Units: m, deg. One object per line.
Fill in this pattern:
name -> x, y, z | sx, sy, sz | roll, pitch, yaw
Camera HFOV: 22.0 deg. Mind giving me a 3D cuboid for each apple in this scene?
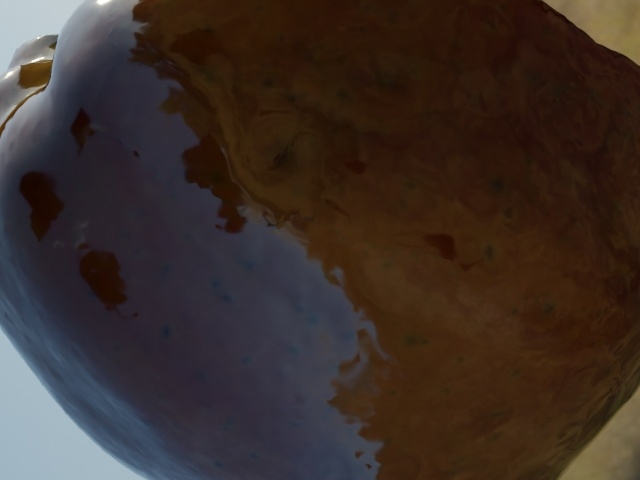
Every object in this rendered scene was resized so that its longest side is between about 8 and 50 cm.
apple -> 0.000, 0.000, 0.854 | 0.365, 0.329, 0.295 | 34, -175, -25
